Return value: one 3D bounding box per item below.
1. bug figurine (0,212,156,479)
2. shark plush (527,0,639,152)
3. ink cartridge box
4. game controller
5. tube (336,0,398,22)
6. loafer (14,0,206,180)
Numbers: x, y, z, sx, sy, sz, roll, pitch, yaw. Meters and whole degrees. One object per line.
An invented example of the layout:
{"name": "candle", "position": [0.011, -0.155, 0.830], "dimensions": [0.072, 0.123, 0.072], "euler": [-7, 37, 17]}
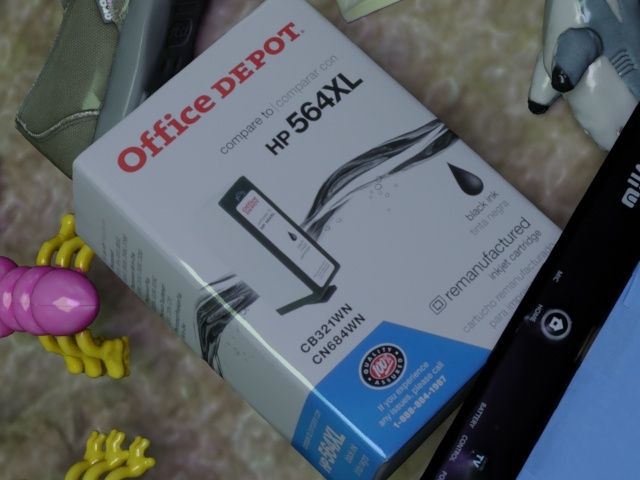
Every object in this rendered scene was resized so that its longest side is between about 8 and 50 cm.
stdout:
{"name": "bug figurine", "position": [-0.185, 0.089, 0.815], "dimensions": [0.216, 0.072, 0.279], "euler": [-4, 90, 38]}
{"name": "shark plush", "position": [0.145, -0.121, 0.744], "dimensions": [0.067, 0.073, 0.161], "euler": [7, 73, -1]}
{"name": "ink cartridge box", "position": [0.000, 0.000, 0.730], "dimensions": [0.203, 0.086, 0.148], "euler": [43, 69, 11]}
{"name": "game controller", "position": [0.157, 0.073, 0.664], "dimensions": [0.166, 0.067, 0.319], "euler": [33, 79, -10]}
{"name": "tube", "position": [-0.001, -0.208, 0.713], "dimensions": [0.070, 0.240, 0.062], "euler": [15, 59, 47]}
{"name": "loafer", "position": [-0.102, -0.146, 0.784], "dimensions": [0.087, 0.094, 0.251], "euler": [20, 98, 12]}
